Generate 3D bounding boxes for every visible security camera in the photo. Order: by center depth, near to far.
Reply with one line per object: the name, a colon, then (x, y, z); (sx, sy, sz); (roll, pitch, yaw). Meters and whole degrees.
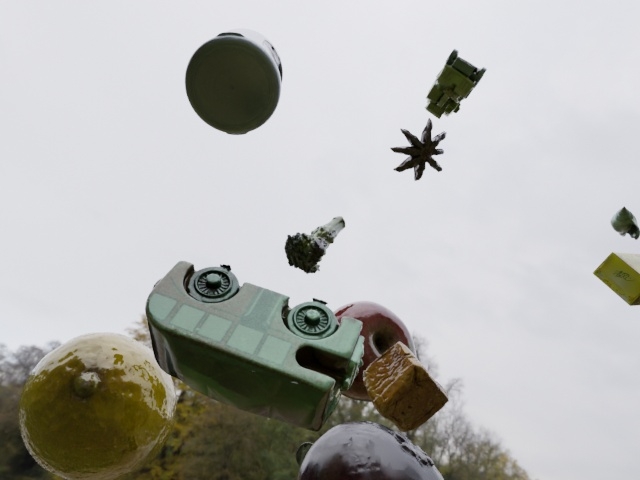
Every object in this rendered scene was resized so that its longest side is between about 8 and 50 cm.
security camera: (-0.009, 0.482, 1.130); (0.058, 0.058, 0.092); (-2, -24, 27)

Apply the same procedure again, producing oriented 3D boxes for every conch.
conch: (0.909, -0.050, 1.503); (0.088, 0.065, 0.180); (35, -6, 44)

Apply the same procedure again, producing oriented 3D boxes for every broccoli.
broccoli: (-0.003, -0.007, 1.801); (0.145, 0.304, 0.165); (40, -48, 12)

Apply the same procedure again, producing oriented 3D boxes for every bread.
bread: (0.208, 0.368, 1.274); (0.149, 0.158, 0.143); (43, 2, -31)

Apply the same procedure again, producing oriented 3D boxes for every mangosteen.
mangosteen: (0.090, 0.496, 0.954); (0.297, 0.297, 0.293); (25, -71, -18)

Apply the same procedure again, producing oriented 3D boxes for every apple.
apple: (0.135, 0.360, 1.644); (0.344, 0.345, 0.269); (26, -33, -21)

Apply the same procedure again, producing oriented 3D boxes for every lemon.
lemon: (-0.515, 0.372, 1.177); (0.364, 0.364, 0.364); (11, -29, 6)

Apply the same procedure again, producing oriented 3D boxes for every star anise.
star anise: (0.216, -0.190, 1.097); (0.141, 0.042, 0.141); (-4, -67, -9)

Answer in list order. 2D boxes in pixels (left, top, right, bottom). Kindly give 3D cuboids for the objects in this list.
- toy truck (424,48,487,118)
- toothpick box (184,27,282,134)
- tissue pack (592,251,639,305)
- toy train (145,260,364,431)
toy truck: (0.280, -0.324, 1.103); (0.085, 0.116, 0.191); (36, 4, 3)
toothpick box: (-0.232, -0.450, 1.386); (0.263, 0.355, 0.263); (-1, -63, -1)
tissue pack: (0.646, 0.076, 1.029); (0.176, 0.095, 0.062); (3, -53, -36)
toy train: (-0.104, 0.141, 0.711); (0.326, 0.159, 0.129); (18, -49, 10)
